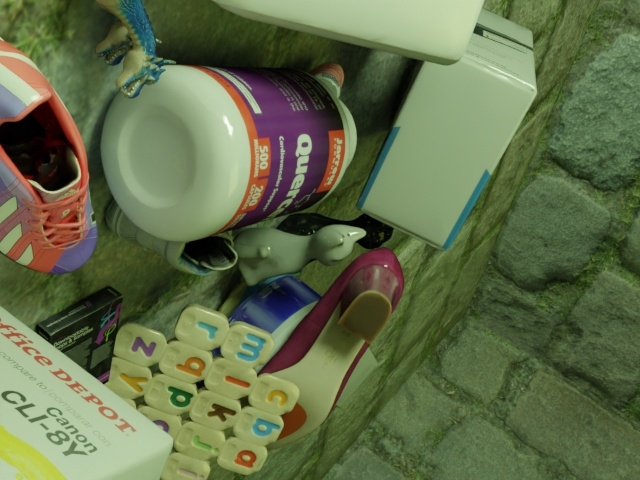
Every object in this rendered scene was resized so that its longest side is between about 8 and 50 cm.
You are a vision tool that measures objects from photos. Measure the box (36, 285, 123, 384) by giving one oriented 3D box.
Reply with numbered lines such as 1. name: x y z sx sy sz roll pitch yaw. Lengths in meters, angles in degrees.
1. box: -0.312 0.146 0.987 0.116 0.029 0.162 -32 150 -50

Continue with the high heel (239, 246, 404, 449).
1. high heel: 0.001 0.174 1.214 0.377 0.127 0.181 -46 -172 23

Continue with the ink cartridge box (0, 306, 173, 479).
1. ink cartridge box: -0.349 0.189 0.613 0.160 0.279 0.384 -63 159 12

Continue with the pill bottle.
1. pill bottle: -0.084 -0.111 0.905 0.323 0.181 0.181 -20 138 -58

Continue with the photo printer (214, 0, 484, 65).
1. photo printer: 0.029 -0.324 0.750 0.307 0.107 0.256 9 114 -20

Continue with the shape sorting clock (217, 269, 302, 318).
1. shape sorting clock: -0.111 0.108 1.364 0.206 0.040 0.206 -43 159 -20

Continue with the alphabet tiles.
1. alphabet tiles: -0.185 0.231 1.122 0.284 0.278 0.021 -63 -165 15

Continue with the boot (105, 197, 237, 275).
1. boot: -0.156 0.004 0.992 0.095 0.123 0.258 -60 159 7

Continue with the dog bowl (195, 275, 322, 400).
1. dog bowl: -0.089 0.193 1.347 0.265 0.104 0.265 -43 159 -21

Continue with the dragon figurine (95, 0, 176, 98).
1. dragon figurine: -0.146 -0.268 0.672 0.289 0.085 0.144 -61 159 14

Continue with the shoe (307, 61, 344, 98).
1. shoe: -0.027 -0.175 1.106 0.178 0.063 0.081 -49 -169 31

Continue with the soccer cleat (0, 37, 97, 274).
1. soccer cleat: -0.255 -0.048 0.703 0.108 0.116 0.318 -46 157 -26

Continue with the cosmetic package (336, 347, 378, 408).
1. cosmetic package: 0.025 0.214 1.355 0.117 0.085 0.231 -48 159 -9

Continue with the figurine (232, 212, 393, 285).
1. figurine: 0.000 0.000 1.217 0.215 0.209 0.092 -21 99 -57

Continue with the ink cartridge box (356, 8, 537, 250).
1. ink cartridge box: 0.215 -0.209 1.278 0.395 0.166 0.285 -63 178 -61
